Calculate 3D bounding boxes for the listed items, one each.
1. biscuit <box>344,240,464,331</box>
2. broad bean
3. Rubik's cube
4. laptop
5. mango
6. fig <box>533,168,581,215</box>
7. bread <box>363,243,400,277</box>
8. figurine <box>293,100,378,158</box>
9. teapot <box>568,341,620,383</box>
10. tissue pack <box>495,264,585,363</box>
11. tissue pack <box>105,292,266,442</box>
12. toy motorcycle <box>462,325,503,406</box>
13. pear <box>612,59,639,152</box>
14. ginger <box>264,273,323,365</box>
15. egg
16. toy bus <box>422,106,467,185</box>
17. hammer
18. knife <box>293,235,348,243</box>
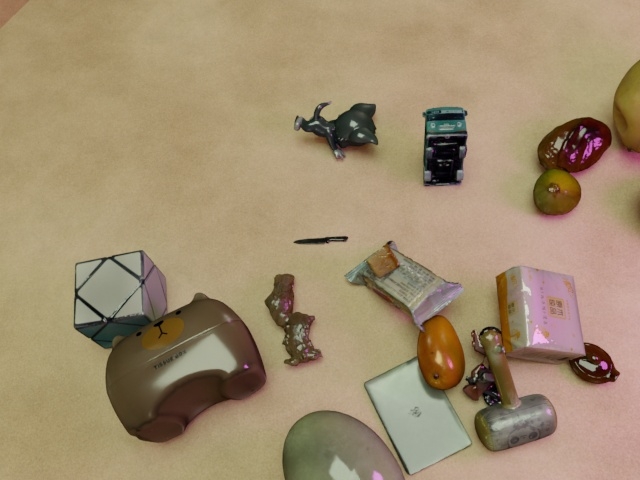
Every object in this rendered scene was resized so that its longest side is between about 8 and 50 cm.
[{"bbox_3d":[0.232,0.113,1.797,0.186,0.079,0.309,-40,42,-17],"label":"biscuit"},{"bbox_3d":[0.765,-0.284,1.939,0.228,0.122,0.156,-30,89,-1],"label":"broad bean"},{"bbox_3d":[-0.566,0.172,1.838,0.205,0.205,0.207,-12,62,2],"label":"Rubik's cube"},{"bbox_3d":[0.253,0.456,1.697,0.187,0.015,0.269,-25,63,-5],"label":"laptop"},{"bbox_3d":[0.318,0.291,1.709,0.112,0.145,0.219,-30,39,30],"label":"mango"},{"bbox_3d":[0.690,-0.139,1.880,0.136,0.121,0.153,44,53,15],"label":"fig"},{"bbox_3d":[0.157,0.041,1.774,0.084,0.109,0.080,-35,45,3],"label":"bread"},{"bbox_3d":[0.055,-0.380,2.070,0.265,0.140,0.193,20,47,-8],"label":"figurine"},{"bbox_3d":[0.712,0.319,1.669,0.129,0.078,0.098,39,75,22],"label":"teapot"},{"bbox_3d":[0.576,0.196,1.693,0.185,0.124,0.225,12,62,-19],"label":"tissue pack"},{"bbox_3d":[-0.359,0.331,1.697,0.387,0.267,0.277,-28,61,-6],"label":"tissue pack"},{"bbox_3d":[0.430,0.334,1.690,0.118,0.084,0.212,-2,79,2],"label":"toy motorcycle"},{"bbox_3d":[1.011,-0.402,1.872,0.309,0.309,0.309,-3,64,6],"label":"pear"},{"bbox_3d":[-0.082,0.214,1.821,0.122,0.084,0.290,-22,62,3],"label":"ginger"},{"bbox_3d":[0.057,0.569,1.535,0.258,0.258,0.352,-33,62,-9],"label":"egg"},{"bbox_3d":[0.367,-0.280,1.913,0.128,0.256,0.147,-1,61,6],"label":"toy bus"},{"bbox_3d":[0.463,0.364,1.598,0.202,0.113,0.305,-17,99,-4],"label":"hammer"},{"bbox_3d":[0.000,0.000,1.959,0.170,0.010,0.023,-3,58,8],"label":"knife"}]
